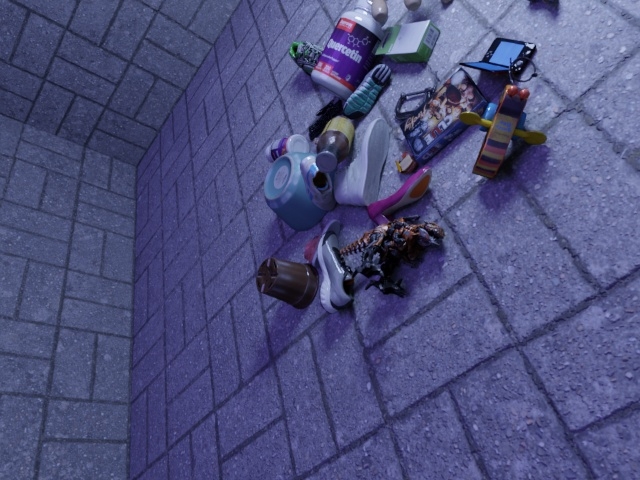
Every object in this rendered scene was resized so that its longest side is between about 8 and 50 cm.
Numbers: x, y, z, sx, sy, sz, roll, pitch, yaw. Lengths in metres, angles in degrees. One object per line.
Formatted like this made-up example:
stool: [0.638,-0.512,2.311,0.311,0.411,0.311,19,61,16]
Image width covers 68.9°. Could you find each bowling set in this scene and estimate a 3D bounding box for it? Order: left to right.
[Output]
bowling set: [0.279,-0.849,1.485,0.286,0.200,0.154,-9,63,11]

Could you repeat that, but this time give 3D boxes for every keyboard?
keyboard: [0.009,-0.487,1.844,0.192,0.038,0.100,-34,49,36]

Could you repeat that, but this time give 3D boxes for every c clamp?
c clamp: [0.301,-0.450,1.483,0.160,0.022,0.137,-2,76,49]

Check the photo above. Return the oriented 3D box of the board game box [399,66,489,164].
board game box: [0.353,-0.358,1.353,0.243,0.042,0.165,-42,45,31]

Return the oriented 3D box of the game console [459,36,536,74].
game console: [0.467,-0.492,1.240,0.124,0.085,0.144,-60,39,12]

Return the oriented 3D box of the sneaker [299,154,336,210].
sneaker: [0.000,-0.173,1.562,0.087,0.229,0.092,-33,47,-4]

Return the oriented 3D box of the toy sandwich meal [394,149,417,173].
toy sandwich meal: [0.260,-0.240,1.421,0.085,0.029,0.086,-26,54,42]

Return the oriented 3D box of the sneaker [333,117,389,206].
sneaker: [0.122,-0.256,1.537,0.169,0.108,0.293,5,79,49]

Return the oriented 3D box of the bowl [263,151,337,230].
bowl: [-0.098,-0.205,1.739,0.311,0.163,0.312,-26,54,43]

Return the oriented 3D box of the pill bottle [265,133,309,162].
pill bottle: [-0.143,-0.367,1.916,0.193,0.108,0.108,1,74,52]

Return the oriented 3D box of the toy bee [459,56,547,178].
toy bee: [0.430,-0.300,1.106,0.195,0.162,0.299,-2,93,12]

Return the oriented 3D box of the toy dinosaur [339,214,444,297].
toy dinosaur: [0.192,0.030,1.315,0.322,0.164,0.218,-30,36,58]

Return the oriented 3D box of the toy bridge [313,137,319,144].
toy bridge: [0.021,-0.354,1.744,0.188,0.063,0.026,40,105,52]

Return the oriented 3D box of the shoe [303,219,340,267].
shoe: [0.000,0.000,1.599,0.081,0.063,0.178,34,105,47]

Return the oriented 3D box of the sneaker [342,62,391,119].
sneaker: [0.163,-0.528,1.661,0.224,0.083,0.098,-46,22,21]

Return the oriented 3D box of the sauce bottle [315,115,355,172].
sauce bottle: [0.044,-0.316,1.540,0.111,0.111,0.344,-43,13,30]

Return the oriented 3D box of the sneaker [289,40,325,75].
sneaker: [-0.027,-0.737,1.919,0.343,0.146,0.134,38,103,51]

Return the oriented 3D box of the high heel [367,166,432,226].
high heel: [0.227,-0.142,1.375,0.117,0.082,0.244,58,133,35]

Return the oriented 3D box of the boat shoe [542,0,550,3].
boat shoe: [0.565,-0.669,1.229,0.066,0.066,0.183,-37,37,41]

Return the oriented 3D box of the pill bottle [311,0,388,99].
pill bottle: [0.111,-0.688,1.694,0.323,0.181,0.181,-61,38,11]

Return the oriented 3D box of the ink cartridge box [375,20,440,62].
ink cartridge box: [0.288,-0.658,1.560,0.209,0.062,0.109,27,94,53]

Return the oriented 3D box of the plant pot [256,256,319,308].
plant pot: [-0.120,0.139,1.599,0.167,0.165,0.167,-25,56,43]

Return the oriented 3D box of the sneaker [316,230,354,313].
sneaker: [0.056,0.092,1.475,0.108,0.100,0.272,-21,60,28]
